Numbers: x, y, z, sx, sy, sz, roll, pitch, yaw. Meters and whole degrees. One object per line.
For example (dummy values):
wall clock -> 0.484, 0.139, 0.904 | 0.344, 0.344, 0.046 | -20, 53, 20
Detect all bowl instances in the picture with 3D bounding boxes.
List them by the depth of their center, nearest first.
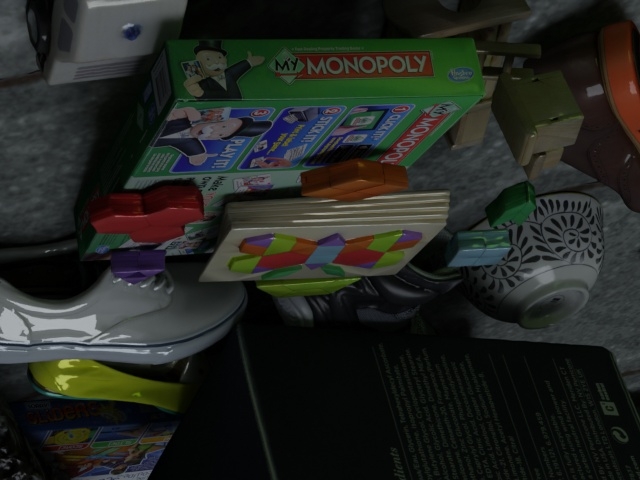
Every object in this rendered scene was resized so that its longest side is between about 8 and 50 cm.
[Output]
bowl -> 0.211, 0.034, 1.518 | 0.170, 0.080, 0.170 | -16, 150, -9

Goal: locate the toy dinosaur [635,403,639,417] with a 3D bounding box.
toy dinosaur -> 0.401, 0.263, 2.028 | 0.160, 0.121, 0.313 | -41, 143, 11

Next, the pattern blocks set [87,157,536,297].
pattern blocks set -> 0.000, 0.000, 1.194 | 0.324, 0.026, 0.285 | -7, 163, -1

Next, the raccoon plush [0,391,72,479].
raccoon plush -> -0.360, 0.306, 1.418 | 0.299, 0.216, 0.446 | -26, 110, -5

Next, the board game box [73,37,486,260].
board game box -> -0.044, -0.059, 1.128 | 0.213, 0.046, 0.317 | -4, 163, -22

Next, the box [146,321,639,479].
box -> 0.069, 0.253, 1.436 | 0.395, 0.212, 0.293 | 5, 138, -26

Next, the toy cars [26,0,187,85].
toy cars -> -0.204, -0.096, 1.016 | 0.393, 0.087, 0.176 | -34, 149, 22

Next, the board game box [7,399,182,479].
board game box -> -0.236, 0.204, 1.558 | 0.201, 0.035, 0.136 | 0, 144, -33

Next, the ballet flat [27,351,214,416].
ballet flat -> -0.157, 0.112, 1.423 | 0.231, 0.077, 0.077 | 12, 121, -42

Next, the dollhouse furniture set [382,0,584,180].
dollhouse furniture set -> 0.103, -0.084, 1.161 | 0.101, 0.161, 0.182 | -14, 149, -13

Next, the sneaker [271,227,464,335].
sneaker -> 0.078, 0.053, 1.437 | 0.153, 0.101, 0.268 | -30, 148, 21

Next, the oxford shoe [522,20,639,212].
oxford shoe -> 0.240, -0.097, 1.327 | 0.098, 0.097, 0.271 | -8, 151, 18

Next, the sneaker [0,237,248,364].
sneaker -> -0.168, 0.045, 1.275 | 0.258, 0.094, 0.091 | -7, 140, -33
